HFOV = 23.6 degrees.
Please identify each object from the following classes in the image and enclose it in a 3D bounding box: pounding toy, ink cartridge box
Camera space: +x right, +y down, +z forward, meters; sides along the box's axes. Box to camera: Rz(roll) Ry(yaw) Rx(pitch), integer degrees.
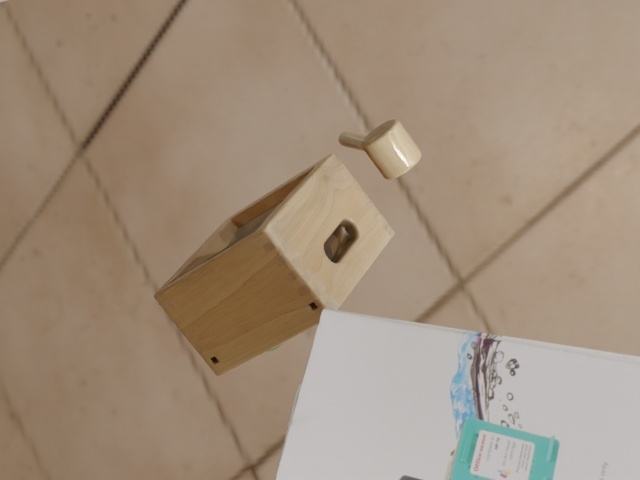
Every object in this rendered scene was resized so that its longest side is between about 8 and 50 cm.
[{"bbox_3d":[0.008,-0.007,1.164,0.206,0.181,0.094,-30,102,37],"label":"pounding toy"},{"bbox_3d":[0.132,0.171,0.903,0.270,0.198,0.197,8,77,34],"label":"ink cartridge box"}]
